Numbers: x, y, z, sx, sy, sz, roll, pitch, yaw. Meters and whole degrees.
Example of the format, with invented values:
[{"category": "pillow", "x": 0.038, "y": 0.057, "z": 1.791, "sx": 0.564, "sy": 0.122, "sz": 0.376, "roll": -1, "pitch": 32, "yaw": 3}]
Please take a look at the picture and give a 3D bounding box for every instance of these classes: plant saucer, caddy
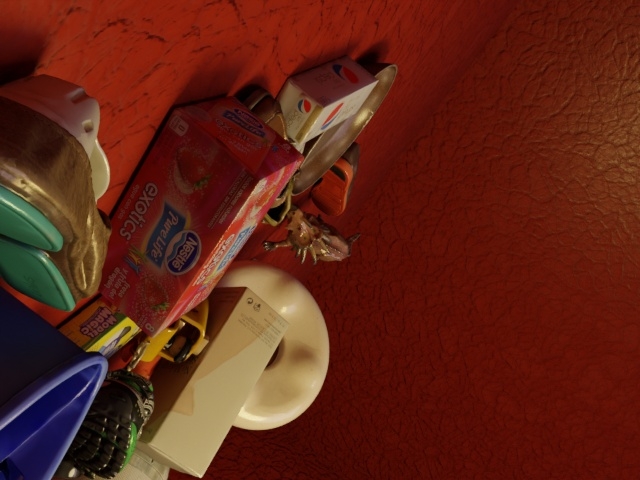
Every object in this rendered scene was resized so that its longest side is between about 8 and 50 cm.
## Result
[{"category": "plant saucer", "x": 0.029, "y": -0.218, "z": 1.337, "sx": 0.310, "sy": 0.050, "sz": 0.310, "roll": -48, "pitch": 175, "yaw": -6}, {"category": "caddy", "x": -0.335, "y": 0.197, "z": 0.606, "sx": 0.341, "sy": 0.179, "sz": 0.241, "roll": -44, "pitch": 171, "yaw": -44}]

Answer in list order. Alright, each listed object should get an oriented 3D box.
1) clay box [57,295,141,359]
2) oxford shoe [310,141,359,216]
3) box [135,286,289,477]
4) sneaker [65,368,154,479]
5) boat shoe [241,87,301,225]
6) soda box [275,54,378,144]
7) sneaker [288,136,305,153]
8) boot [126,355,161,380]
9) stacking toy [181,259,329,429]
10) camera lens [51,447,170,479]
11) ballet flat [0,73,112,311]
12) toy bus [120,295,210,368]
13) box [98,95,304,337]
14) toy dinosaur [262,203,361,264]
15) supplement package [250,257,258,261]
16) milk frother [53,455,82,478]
[{"category": "clay box", "x": -0.319, "y": 0.139, "z": 0.979, "sx": 0.222, "sy": 0.053, "sz": 0.127, "roll": -45, "pitch": 174, "yaw": -42}, {"category": "oxford shoe", "x": 0.048, "y": -0.145, "z": 1.752, "sx": 0.098, "sy": 0.097, "sz": 0.271, "roll": -53, "pitch": 177, "yaw": -26}, {"category": "box", "x": -0.203, "y": 0.240, "z": 1.246, "sx": 0.148, "sy": 0.121, "sz": 0.311, "roll": -8, "pitch": -136, "yaw": 50}, {"category": "sneaker", "x": -0.293, "y": 0.223, "z": 0.953, "sx": 0.146, "sy": 0.134, "sz": 0.343, "roll": -51, "pitch": -173, "yaw": -28}, {"category": "boat shoe", "x": -0.073, "y": -0.106, "z": 0.992, "sx": 0.110, "sy": 0.104, "sz": 0.307, "roll": -48, "pitch": 174, "yaw": -14}, {"category": "soda box", "x": 0.008, "y": -0.217, "z": 1.074, "sx": 0.074, "sy": 0.069, "sz": 0.216, "roll": -53, "pitch": 173, "yaw": 33}, {"category": "sneaker", "x": -0.037, "y": -0.179, "z": 1.133, "sx": 0.135, "sy": 0.052, "sz": 0.058, "roll": -55, "pitch": 168, "yaw": -33}, {"category": "boot", "x": -0.367, "y": 0.288, "z": 1.445, "sx": 0.158, "sy": 0.085, "sz": 0.059, "roll": -49, "pitch": 173, "yaw": -24}, {"category": "stacking toy", "x": -0.239, "y": 0.262, "z": 1.605, "sx": 0.480, "sy": 0.350, "sz": 0.350, "roll": -26, "pitch": -165, "yaw": 51}, {"category": "camera lens", "x": -0.402, "y": 0.453, "z": 1.263, "sx": 0.219, "sy": 0.220, "sz": 0.274, "roll": -55, "pitch": -167, "yaw": 46}, {"category": "ballet flat", "x": -0.200, "y": -0.041, "z": 0.512, "sx": 0.342, "sy": 0.116, "sz": 0.124, "roll": 115, "pitch": -4, "yaw": -71}, {"category": "toy bus", "x": -0.237, "y": 0.147, "z": 1.167, "sx": 0.191, "sy": 0.104, "sz": 0.202, "roll": -25, "pitch": -144, "yaw": 60}, {"category": "box", "x": -0.150, "y": -0.028, "z": 0.824, "sx": 0.257, "sy": 0.123, "sz": 0.128, "roll": -52, "pitch": 175, "yaw": 27}, {"category": "toy dinosaur", "x": 0.000, "y": 0.000, "z": 1.708, "sx": 0.200, "sy": 0.296, "sz": 0.127, "roll": 17, "pitch": -89, "yaw": 55}, {"category": "supplement package", "x": -0.174, "y": 0.197, "z": 1.763, "sx": 0.203, "sy": 0.194, "sz": 0.149, "roll": -54, "pitch": 174, "yaw": 33}, {"category": "milk frother", "x": -0.428, "y": 0.306, "z": 1.126, "sx": 0.135, "sy": 0.129, "sz": 0.143, "roll": 90, "pitch": -2, "yaw": -82}]
